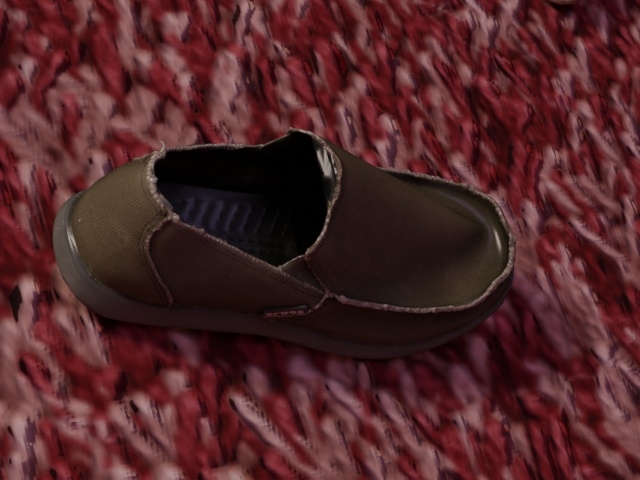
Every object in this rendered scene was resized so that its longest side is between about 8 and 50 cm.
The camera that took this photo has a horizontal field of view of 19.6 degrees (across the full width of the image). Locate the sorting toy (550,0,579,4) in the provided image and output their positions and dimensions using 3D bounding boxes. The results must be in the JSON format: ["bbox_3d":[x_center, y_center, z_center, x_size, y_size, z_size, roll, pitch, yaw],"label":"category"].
[{"bbox_3d":[0.125,-0.267,1.173,0.208,0.038,0.193,41,49,-3],"label":"sorting toy"}]

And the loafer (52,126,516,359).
[{"bbox_3d":[0.000,0.000,0.898,0.251,0.087,0.094,0,62,-32],"label":"loafer"}]
